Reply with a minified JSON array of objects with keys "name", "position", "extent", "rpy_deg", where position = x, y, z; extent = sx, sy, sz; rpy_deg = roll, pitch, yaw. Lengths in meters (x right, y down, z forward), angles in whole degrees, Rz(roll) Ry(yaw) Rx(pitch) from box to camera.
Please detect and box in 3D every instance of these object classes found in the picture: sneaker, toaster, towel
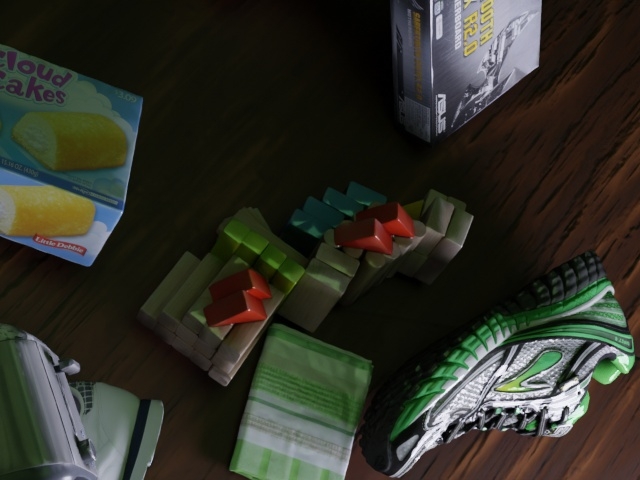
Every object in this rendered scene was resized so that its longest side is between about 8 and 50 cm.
[{"name":"sneaker","position":[0.183,0.137,1.631],"extent":[0.344,0.134,0.146],"rpy_deg":[-28,85,-31]},{"name":"toaster","position":[-0.300,0.163,1.385],"extent":[0.227,0.129,0.146],"rpy_deg":[-17,70,6]},{"name":"sneaker","position":[-0.208,0.232,1.453],"extent":[0.095,0.090,0.235],"rpy_deg":[19,57,-7]},{"name":"towel","position":[-0.018,0.165,1.596],"extent":[0.113,0.023,0.152],"rpy_deg":[22,65,-13]}]

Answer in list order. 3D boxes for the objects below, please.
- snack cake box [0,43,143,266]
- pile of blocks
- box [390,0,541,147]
[{"name":"snack cake box","position":[-0.302,-0.097,1.503],"extent":[0.264,0.089,0.152],"rpy_deg":[20,46,-17]},{"name":"pile of blocks","position":[0.000,0.000,1.601],"extent":[0.362,0.112,0.149],"rpy_deg":[-24,72,-33]},{"name":"box","position":[0.149,-0.234,1.714],"extent":[0.056,0.231,0.183],"rpy_deg":[31,53,32]}]
